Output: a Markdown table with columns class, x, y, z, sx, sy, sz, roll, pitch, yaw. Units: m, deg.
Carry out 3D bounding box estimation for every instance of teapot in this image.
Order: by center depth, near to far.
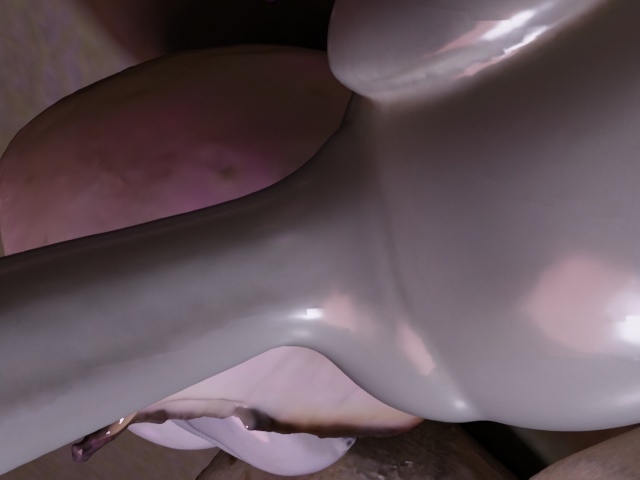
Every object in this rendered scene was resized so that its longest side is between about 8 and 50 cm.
| class | x | y | z | sx | sy | sz | roll | pitch | yaw |
| --- | --- | --- | --- | --- | --- | --- | --- | --- | --- |
| teapot | 0.044 | -0.016 | 0.491 | 0.149 | 0.318 | 0.220 | 57 | 149 | -12 |

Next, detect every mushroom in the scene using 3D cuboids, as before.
| class | x | y | z | sx | sy | sz | roll | pitch | yaw |
| --- | --- | --- | --- | --- | --- | --- | --- | --- | --- |
| mushroom | -0.006 | -0.027 | 0.754 | 0.162 | 0.173 | 0.236 | -39 | 156 | 25 |

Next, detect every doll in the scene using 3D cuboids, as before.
| class | x | y | z | sx | sy | sz | roll | pitch | yaw |
| --- | --- | --- | --- | --- | --- | --- | --- | --- | --- |
| doll | -0.047 | 0.057 | 0.937 | 0.107 | 0.110 | 0.180 | 25 | 165 | -32 |

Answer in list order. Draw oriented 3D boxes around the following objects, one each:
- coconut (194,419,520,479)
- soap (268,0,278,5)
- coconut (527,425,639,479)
| class | x | y | z | sx | sy | sz | roll | pitch | yaw |
| --- | --- | --- | --- | --- | --- | --- | --- | --- | --- |
| coconut | 0.032 | 0.204 | 0.992 | 0.224 | 0.224 | 0.234 | 0 | 138 | 48 |
| soap | -0.073 | -0.208 | 0.497 | 0.289 | 0.112 | 0.182 | 36 | 153 | -8 |
| coconut | 0.189 | 0.187 | 0.768 | 0.245 | 0.247 | 0.245 | 40 | 138 | 51 |
